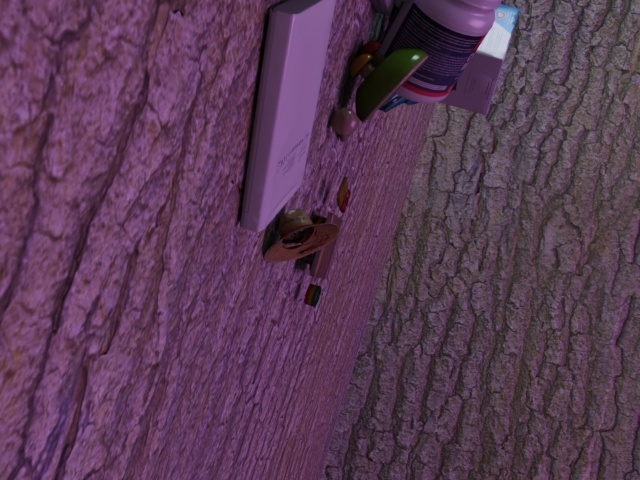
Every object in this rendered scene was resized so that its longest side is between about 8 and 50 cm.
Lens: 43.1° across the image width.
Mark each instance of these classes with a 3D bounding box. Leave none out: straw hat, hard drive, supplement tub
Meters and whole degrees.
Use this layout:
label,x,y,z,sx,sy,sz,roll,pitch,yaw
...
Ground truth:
label,x,y,z,sx,sy,sz,roll,pitch,yaw
straw hat,-0.041,-0.019,1.370,0.144,0.144,0.061,72,-5,-73
hard drive,-0.045,-0.189,1.149,0.203,0.040,0.307,-56,160,-60
supplement tub,0.243,-0.441,1.695,0.272,0.191,0.191,-58,-178,41

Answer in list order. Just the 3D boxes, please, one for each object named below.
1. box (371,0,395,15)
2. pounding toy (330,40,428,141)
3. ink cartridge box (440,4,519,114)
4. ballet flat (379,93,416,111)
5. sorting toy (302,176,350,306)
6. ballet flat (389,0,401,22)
label,x,y,z,sx,sy,sz,roll,pitch,yaw
box,0.131,-0.530,1.558,0.186,0.038,0.145,6,101,-81
pounding toy,0.091,-0.314,1.591,0.237,0.110,0.183,-45,-177,3
ink cartridge box,0.326,-0.479,2.026,0.197,0.270,0.198,94,17,-57
ballet flat,0.199,-0.367,1.927,0.083,0.087,0.247,-34,174,38
sorting toy,0.000,0.000,1.677,0.132,0.046,0.274,26,81,-80
ballet flat,0.199,-0.512,1.818,0.096,0.095,0.280,-45,153,-45
